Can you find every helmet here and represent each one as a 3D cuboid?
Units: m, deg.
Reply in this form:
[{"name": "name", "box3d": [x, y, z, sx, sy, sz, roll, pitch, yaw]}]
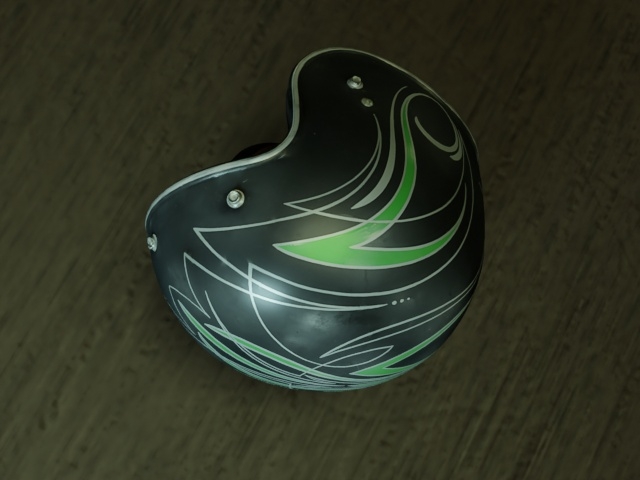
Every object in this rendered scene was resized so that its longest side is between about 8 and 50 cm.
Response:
[{"name": "helmet", "box3d": [0.000, 0.000, 0.538, 0.169, 0.169, 0.161, 29, 58, -6]}]
